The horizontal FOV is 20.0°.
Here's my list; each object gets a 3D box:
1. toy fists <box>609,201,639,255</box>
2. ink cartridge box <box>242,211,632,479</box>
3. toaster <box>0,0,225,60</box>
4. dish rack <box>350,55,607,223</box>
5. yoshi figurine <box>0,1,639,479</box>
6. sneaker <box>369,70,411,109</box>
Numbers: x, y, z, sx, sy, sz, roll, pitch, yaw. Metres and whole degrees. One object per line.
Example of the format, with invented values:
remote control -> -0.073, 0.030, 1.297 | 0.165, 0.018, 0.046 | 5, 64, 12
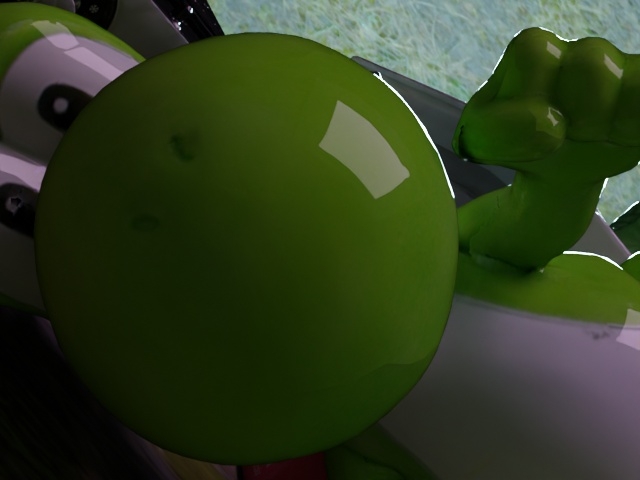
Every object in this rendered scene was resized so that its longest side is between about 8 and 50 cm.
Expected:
toy fists -> 0.114, 0.106, 0.854 | 0.096, 0.142, 0.279 | -125, -165, -50
ink cartridge box -> 0.074, 0.082, 0.723 | 0.127, 0.175, 0.072 | 50, 3, -7
toaster -> -0.112, -0.096, 0.677 | 0.168, 0.110, 0.186 | 49, 9, -42
dish rack -> 0.113, 0.033, 1.124 | 0.285, 0.072, 0.333 | 55, -7, -23
yoshi figurine -> 0.049, 0.043, 0.530 | 0.362, 0.203, 0.203 | 25, 50, -21
sneaker -> 0.000, 0.000, 0.875 | 0.109, 0.130, 0.286 | 48, 18, -30
